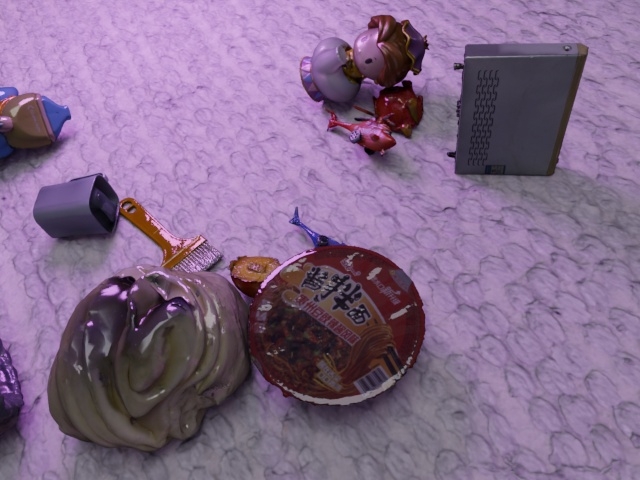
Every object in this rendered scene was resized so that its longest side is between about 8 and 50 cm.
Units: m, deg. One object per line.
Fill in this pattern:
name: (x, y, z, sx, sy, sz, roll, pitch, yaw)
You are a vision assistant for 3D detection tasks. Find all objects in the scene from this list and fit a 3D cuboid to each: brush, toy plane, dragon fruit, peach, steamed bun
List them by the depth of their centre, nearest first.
steamed bun: (-0.252, 0.157, 0.898, 0.275, 0.206, 0.320, 21, 63, 19)
peach: (-0.112, 0.066, 1.027, 0.098, 0.062, 0.098, 0, 24, 0)
toy plane: (0.000, 0.000, 1.077, 0.062, 0.054, 0.167, -23, 50, -40)
brush: (-0.304, -0.010, 1.145, 0.272, 0.013, 0.103, 36, 65, 29)
toy plane: (0.072, -0.224, 1.200, 0.194, 0.126, 0.077, 26, 89, 23)
dragon fruit: (0.157, -0.283, 1.248, 0.112, 0.068, 0.126, 11, 56, 19)

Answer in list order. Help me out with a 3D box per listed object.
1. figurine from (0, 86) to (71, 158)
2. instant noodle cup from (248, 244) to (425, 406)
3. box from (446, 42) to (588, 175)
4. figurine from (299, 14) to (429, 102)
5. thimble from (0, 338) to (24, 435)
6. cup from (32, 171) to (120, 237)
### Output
figurine: (-0.689, -0.249, 1.313, 0.261, 0.154, 0.180, -22, 43, -29)
instant noodle cup: (0.027, 0.141, 0.937, 0.273, 0.091, 0.274, -4, 54, 6)
box: (0.330, -0.220, 1.051, 0.210, 0.270, 0.045, 2, 53, 11)
figurine: (0.092, -0.371, 1.242, 0.263, 0.189, 0.142, -12, 91, 30)
thimble: (-0.575, 0.211, 0.912, 0.172, 0.205, 0.236, -34, 81, -11)
cup: (-0.461, -0.076, 1.159, 0.129, 0.095, 0.128, -7, 55, 10)
